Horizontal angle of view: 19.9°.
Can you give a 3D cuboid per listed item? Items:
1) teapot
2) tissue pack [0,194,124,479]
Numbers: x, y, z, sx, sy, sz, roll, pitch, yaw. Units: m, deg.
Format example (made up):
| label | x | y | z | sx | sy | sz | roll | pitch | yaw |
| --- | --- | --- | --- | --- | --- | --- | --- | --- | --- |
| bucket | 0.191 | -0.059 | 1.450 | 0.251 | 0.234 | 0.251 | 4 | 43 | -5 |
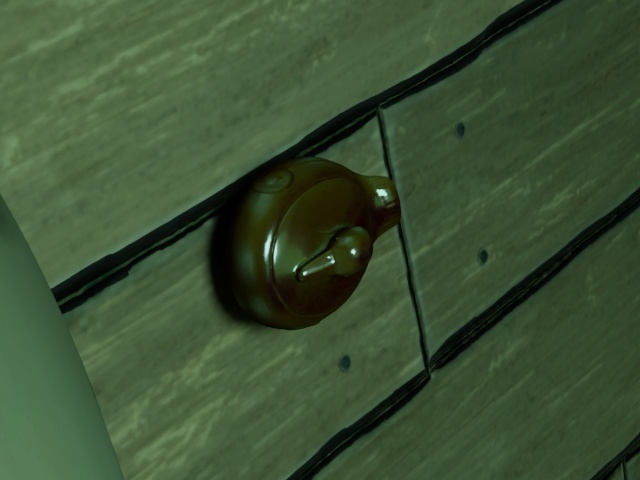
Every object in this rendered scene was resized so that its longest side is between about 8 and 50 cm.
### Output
| label | x | y | z | sx | sy | sz | roll | pitch | yaw |
| --- | --- | --- | --- | --- | --- | --- | --- | --- | --- |
| teapot | 0.000 | 0.000 | 1.070 | 0.129 | 0.078 | 0.098 | -32 | 118 | -46 |
| tissue pack | -0.195 | 0.103 | 0.574 | 0.267 | 0.387 | 0.277 | -17 | 107 | -12 |
